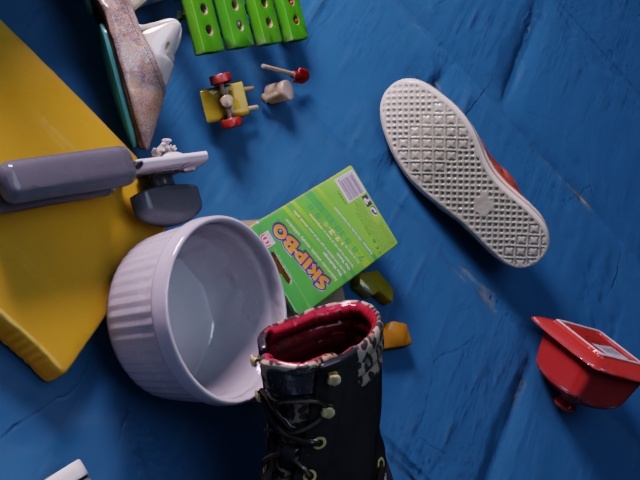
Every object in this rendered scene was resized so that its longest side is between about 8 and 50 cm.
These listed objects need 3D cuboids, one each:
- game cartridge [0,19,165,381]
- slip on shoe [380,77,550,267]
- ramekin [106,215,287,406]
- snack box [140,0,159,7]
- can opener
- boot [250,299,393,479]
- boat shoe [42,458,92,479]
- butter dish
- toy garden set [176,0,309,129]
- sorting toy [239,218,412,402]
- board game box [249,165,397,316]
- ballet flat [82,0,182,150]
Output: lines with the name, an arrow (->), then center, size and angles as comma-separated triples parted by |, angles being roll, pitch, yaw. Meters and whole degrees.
game cartridge -> -0.330, -0.055, 1.376 | 0.324, 0.052, 0.285 | 48, 45, -19
slip on shoe -> 0.206, -0.099, 1.864 | 0.331, 0.123, 0.101 | 46, 14, -10
ramekin -> -0.140, 0.081, 1.408 | 0.207, 0.109, 0.207 | 18, 68, -53
snack box -> -0.254, -0.460, 1.629 | 0.187, 0.060, 0.322 | -33, 94, -46
can opener -> -0.229, -0.059, 1.384 | 0.280, 0.074, 0.093 | -7, 78, -46
boot -> -0.033, 0.248, 1.350 | 0.377, 0.138, 0.284 | -28, 123, -50
boat shoe -> -0.307, 0.314, 1.166 | 0.099, 0.116, 0.319 | 57, 39, 0
butter dish -> 0.382, 0.197, 1.874 | 0.160, 0.118, 0.160 | 16, 16, -38
toy garden set -> -0.099, -0.255, 1.673 | 0.244, 0.049, 0.204 | -21, 98, -57
sorting toy -> -0.006, 0.075, 1.615 | 0.307, 0.041, 0.229 | -4, 73, -44
board game box -> 0.000, 0.000, 1.615 | 0.124, 0.039, 0.259 | 59, 34, -2
ballet flat -> -0.223, -0.266, 1.503 | 0.106, 0.107, 0.316 | -20, 92, -11
